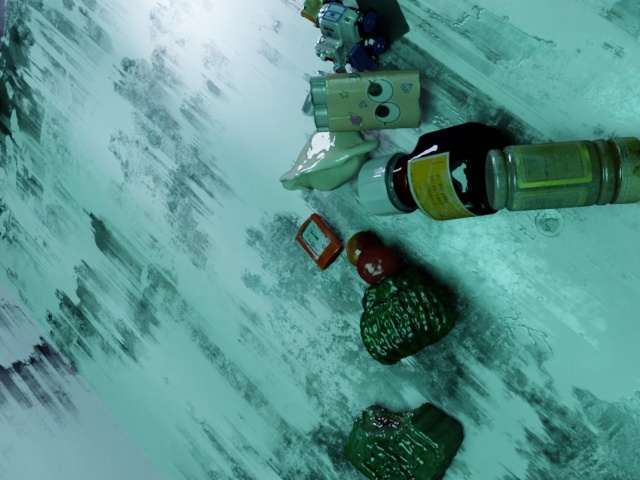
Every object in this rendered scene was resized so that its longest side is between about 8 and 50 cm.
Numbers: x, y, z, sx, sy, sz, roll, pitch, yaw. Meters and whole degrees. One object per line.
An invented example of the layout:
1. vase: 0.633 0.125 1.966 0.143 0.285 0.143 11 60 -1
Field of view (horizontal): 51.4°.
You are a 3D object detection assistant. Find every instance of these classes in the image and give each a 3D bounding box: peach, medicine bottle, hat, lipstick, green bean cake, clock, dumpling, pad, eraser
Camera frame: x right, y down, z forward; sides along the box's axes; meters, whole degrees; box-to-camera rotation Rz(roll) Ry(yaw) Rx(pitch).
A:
1. peach: 0.124 0.025 1.998 0.100 0.100 0.101 11 109 34
2. medicine bottle: 0.289 -0.171 1.750 0.395 0.242 0.243 -1 103 50
3. hat: 0.211 0.166 1.907 0.274 0.242 0.332 -31 74 14
4. medicine bottle: 0.549 -0.149 1.512 0.322 0.151 0.151 -4 102 5
5. lipstick: -0.018 -0.443 2.009 0.040 0.040 0.141 40 123 21
6. green bean cake: 0.243 0.623 2.036 0.308 0.169 0.300 32 120 27
7. clock: 0.000 0.000 2.110 0.155 0.061 0.113 50 126 19
8. dumpling: 0.008 -0.238 1.916 0.318 0.242 0.187 -27 85 51
9. pad: 0.166 -0.637 1.843 0.116 0.004 0.193 -25 88 39
10. eraser: 0.124 -0.380 1.799 0.290 0.087 0.171 -1 130 8

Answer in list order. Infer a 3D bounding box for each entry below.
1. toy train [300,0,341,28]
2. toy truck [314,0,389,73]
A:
1. toy train: 0.015 -0.690 1.878 0.072 0.099 0.188 37 121 22
2. toy truck: 0.066 -0.538 1.813 0.161 0.213 0.177 27 78 33
